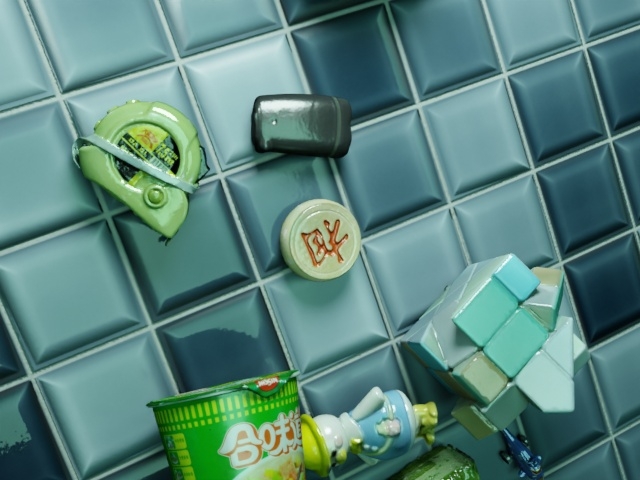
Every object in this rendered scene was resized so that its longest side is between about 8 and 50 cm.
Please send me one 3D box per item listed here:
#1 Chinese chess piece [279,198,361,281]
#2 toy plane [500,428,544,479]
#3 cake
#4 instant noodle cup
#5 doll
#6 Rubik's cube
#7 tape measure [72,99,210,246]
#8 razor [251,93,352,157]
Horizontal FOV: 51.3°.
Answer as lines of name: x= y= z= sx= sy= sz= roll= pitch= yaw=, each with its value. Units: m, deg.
Chinese chess piece: x=0.000 y=0.000 z=0.979 sx=0.122 sy=0.051 sz=0.122 roll=-1 pitch=92 yaw=-18
toy plane: x=0.319 y=0.331 z=1.094 sx=0.054 sy=0.062 sz=0.167 roll=-37 pitch=92 yaw=-13
cake: x=0.134 y=0.418 z=1.013 sx=0.235 sy=0.100 sz=0.099 roll=-26 pitch=99 yaw=-16
instant noodle cup: x=-0.102 y=0.300 z=0.850 sx=0.206 sy=0.207 sz=0.233 roll=-8 pitch=80 yaw=-17
doll: x=0.055 y=0.286 z=0.987 sx=0.240 sy=0.135 sz=0.099 roll=-12 pitch=68 yaw=-19
Rubik's cube: x=0.273 y=0.152 z=0.992 sx=0.213 sy=0.224 sz=0.265 roll=44 pitch=81 yaw=1
tape measure: x=-0.229 y=-0.107 z=0.881 sx=0.177 sy=0.087 sz=0.154 roll=38 pitch=93 yaw=-14
razor: x=-0.028 y=-0.167 z=0.962 sx=0.147 sy=0.054 sz=0.090 roll=0 pitch=89 yaw=-19
